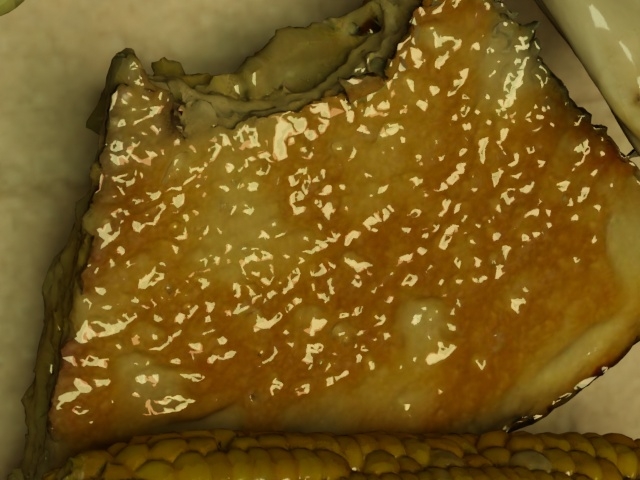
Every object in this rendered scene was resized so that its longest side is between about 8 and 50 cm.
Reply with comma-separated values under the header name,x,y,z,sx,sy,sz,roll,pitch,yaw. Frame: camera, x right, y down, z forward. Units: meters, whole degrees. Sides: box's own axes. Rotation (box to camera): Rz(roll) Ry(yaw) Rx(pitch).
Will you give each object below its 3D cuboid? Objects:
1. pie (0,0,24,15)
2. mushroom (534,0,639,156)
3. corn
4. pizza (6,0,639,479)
name,x,y,z,sx,sy,sz,roll,pitch,yaw
pie,-0.190,-0.170,0.528,0.395,0.418,0.180,-44,150,14
mushroom,0.053,-0.178,0.747,0.351,0.095,0.123,47,59,-4
corn,0.041,0.120,0.759,0.313,0.102,0.102,3,99,-27
pizza,0.000,0.000,0.801,0.323,0.089,0.223,-23,113,-16
